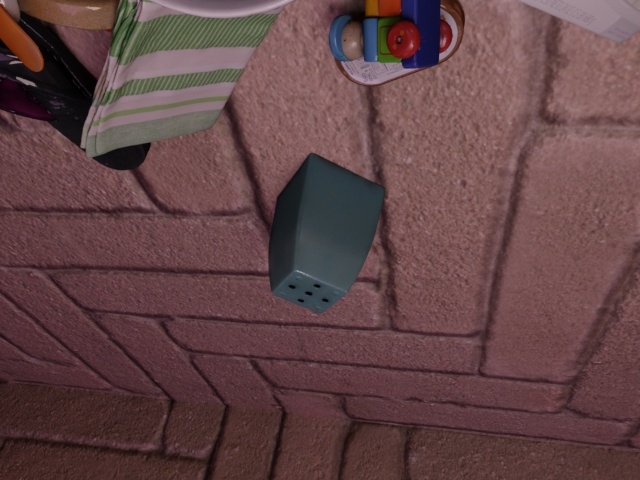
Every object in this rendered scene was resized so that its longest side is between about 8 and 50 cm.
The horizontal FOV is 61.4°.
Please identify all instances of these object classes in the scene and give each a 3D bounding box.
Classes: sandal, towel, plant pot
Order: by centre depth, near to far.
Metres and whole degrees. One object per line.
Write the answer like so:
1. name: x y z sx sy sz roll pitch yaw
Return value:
1. towel: -0.193 -0.238 0.759 0.038 0.248 0.325 58 139 9
2. sandal: -0.475 -0.257 0.889 0.167 0.107 0.446 -18 135 35
3. plant pot: 0.000 0.000 1.000 0.165 0.234 0.166 24 142 -17

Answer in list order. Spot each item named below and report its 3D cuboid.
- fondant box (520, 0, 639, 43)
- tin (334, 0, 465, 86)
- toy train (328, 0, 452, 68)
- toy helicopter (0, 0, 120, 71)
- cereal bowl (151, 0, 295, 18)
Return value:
1. fondant box: 0.344 -0.338 0.471 0.238 0.096 0.330 -3 156 -38
2. tin: 0.108 -0.280 0.757 0.189 0.040 0.106 -13 142 30
3. toy train: 0.076 -0.337 0.648 0.143 0.105 0.248 13 116 36
4. toy helicopter: -0.392 -0.331 0.656 0.355 0.235 0.140 16 140 -2
5. cereal bowl: -0.091 -0.395 0.512 0.339 0.141 0.339 1 114 2
